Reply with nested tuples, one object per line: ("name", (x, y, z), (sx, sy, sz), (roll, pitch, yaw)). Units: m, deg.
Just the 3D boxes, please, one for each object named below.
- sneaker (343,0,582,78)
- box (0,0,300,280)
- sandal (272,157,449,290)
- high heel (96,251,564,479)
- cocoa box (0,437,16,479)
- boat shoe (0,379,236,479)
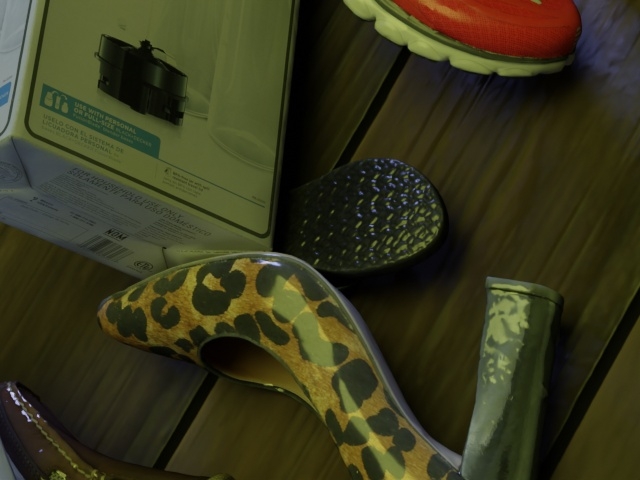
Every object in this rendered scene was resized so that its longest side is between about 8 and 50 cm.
("sneaker", (0.045, -0.204, 0.943), (0.279, 0.107, 0.118), (52, 137, 16))
("box", (-0.101, -0.138, 0.976), (0.087, 0.169, 0.290), (-24, 50, 45))
("sandal", (0.000, 0.000, 0.965), (0.179, 0.040, 0.067), (-11, 56, 39))
("high heel", (-0.015, 0.105, 0.887), (0.261, 0.093, 0.186), (3, 69, 25))
("cocoa box", (-0.270, 0.198, 0.814), (0.231, 0.228, 0.347), (-61, 38, 25))
("boat shoe", (-0.077, 0.152, 0.902), (0.095, 0.095, 0.257), (-44, 66, -1))
